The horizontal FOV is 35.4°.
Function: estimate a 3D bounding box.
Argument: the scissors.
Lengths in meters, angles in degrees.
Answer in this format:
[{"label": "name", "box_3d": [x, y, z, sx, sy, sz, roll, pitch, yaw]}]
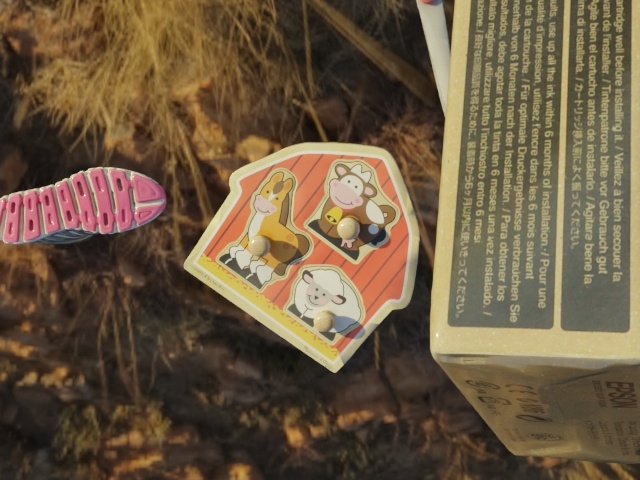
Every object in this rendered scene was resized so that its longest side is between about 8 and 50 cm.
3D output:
[{"label": "scissors", "box_3d": [0.097, -0.232, 0.860, 0.109, 0.021, 0.297, -25, 107, 14]}]

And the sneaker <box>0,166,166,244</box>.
[{"label": "sneaker", "box_3d": [-0.222, -0.031, 0.954, 0.171, 0.075, 0.063, -11, 89, 12]}]

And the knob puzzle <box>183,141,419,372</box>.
[{"label": "knob puzzle", "box_3d": [0.000, 0.000, 0.871, 0.213, 0.030, 0.213, 2, 105, 7]}]

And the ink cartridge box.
[{"label": "ink cartridge box", "box_3d": [0.123, -0.005, 0.493, 0.088, 0.193, 0.234, 0, 160, 19]}]
